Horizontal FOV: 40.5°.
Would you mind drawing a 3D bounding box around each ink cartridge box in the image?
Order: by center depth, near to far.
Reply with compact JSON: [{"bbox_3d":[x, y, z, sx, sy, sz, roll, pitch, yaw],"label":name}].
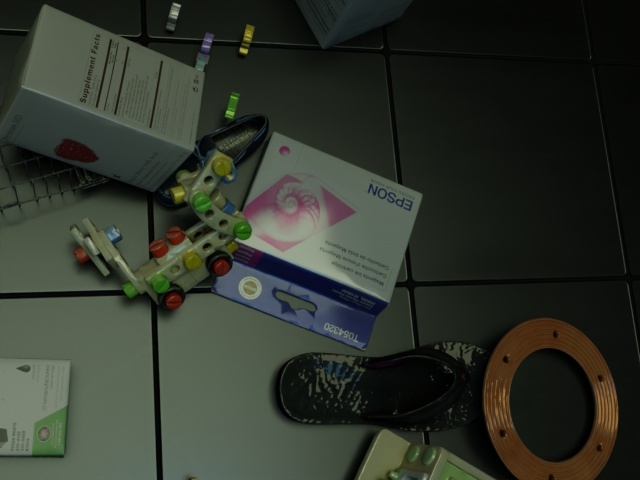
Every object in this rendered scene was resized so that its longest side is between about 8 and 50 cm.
[{"bbox_3d":[-0.526,0.273,1.414,0.220,0.092,0.160,3,75,-16],"label":"ink cartridge box"},{"bbox_3d":[0.000,0.000,1.649,0.324,0.071,0.330,22,70,-10],"label":"ink cartridge box"}]

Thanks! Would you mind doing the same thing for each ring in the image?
[{"bbox_3d":[0.446,0.319,1.685,0.337,0.032,0.336,6,77,-26],"label":"ring"}]

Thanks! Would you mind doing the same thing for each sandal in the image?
[{"bbox_3d":[0.145,0.274,1.596,0.446,0.107,0.167,-2,78,-18],"label":"sandal"}]

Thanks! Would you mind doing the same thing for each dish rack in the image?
[{"bbox_3d":[-0.516,-0.154,1.541,0.272,0.074,0.208,-19,83,-21],"label":"dish rack"}]

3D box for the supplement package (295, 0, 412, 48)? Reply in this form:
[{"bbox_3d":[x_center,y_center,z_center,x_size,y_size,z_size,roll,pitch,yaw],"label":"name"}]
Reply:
[{"bbox_3d":[0.076,-0.547,1.705,0.199,0.263,0.198,-27,85,-21],"label":"supplement package"}]

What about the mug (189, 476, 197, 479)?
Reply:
[{"bbox_3d":[-0.208,0.449,1.475,0.062,0.064,0.078,25,70,-8],"label":"mug"}]

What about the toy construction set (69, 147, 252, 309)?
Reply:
[{"bbox_3d":[-0.261,-0.009,1.499,0.328,0.215,0.151,-26,40,5],"label":"toy construction set"}]

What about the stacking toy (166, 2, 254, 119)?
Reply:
[{"bbox_3d":[-0.225,-0.346,1.658,0.167,0.052,0.221,15,59,-11],"label":"stacking toy"}]

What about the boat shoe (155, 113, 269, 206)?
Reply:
[{"bbox_3d":[-0.207,-0.167,1.620,0.109,0.089,0.258,45,69,-1],"label":"boat shoe"}]

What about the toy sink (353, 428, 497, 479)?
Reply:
[{"bbox_3d":[0.194,0.452,1.533,0.234,0.131,0.152,34,69,-16],"label":"toy sink"}]

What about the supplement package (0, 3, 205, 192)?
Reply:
[{"bbox_3d":[-0.373,-0.232,1.477,0.293,0.177,0.175,19,58,-27],"label":"supplement package"}]
